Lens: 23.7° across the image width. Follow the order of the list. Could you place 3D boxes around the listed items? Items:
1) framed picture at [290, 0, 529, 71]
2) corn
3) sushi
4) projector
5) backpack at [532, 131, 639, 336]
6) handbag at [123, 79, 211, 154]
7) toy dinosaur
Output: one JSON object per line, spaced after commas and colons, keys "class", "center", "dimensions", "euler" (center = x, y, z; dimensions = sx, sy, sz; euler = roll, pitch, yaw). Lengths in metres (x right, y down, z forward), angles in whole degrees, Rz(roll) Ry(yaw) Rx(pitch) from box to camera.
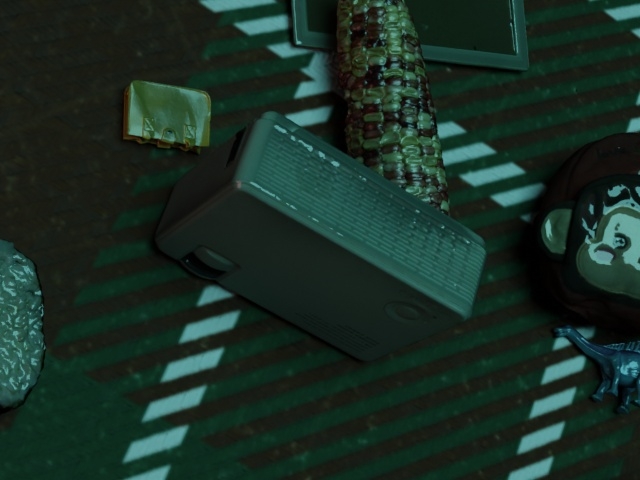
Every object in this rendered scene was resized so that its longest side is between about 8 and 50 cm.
{"class": "framed picture", "center": [0.092, -0.302, 1.645], "dimensions": [0.296, 0.019, 0.232], "euler": [3, 77, -28]}
{"class": "corn", "center": [0.067, -0.124, 1.531], "dimensions": [0.098, 0.098, 0.289], "euler": [-4, 79, -30]}
{"class": "sushi", "center": [-0.282, 0.075, 1.292], "dimensions": [0.091, 0.078, 0.150], "euler": [-2, 75, -36]}
{"class": "projector", "center": [0.000, 0.000, 1.406], "dimensions": [0.257, 0.192, 0.099], "euler": [29, 58, -19]}
{"class": "backpack", "center": [0.333, -0.009, 1.630], "dimensions": [0.229, 0.139, 0.229], "euler": [3, 72, -9]}
{"class": "handbag", "center": [-0.147, -0.117, 1.455], "dimensions": [0.083, 0.027, 0.061], "euler": [7, 72, -25]}
{"class": "toy dinosaur", "center": [0.332, 0.144, 1.632], "dimensions": [0.197, 0.045, 0.080], "euler": [25, 61, -10]}
